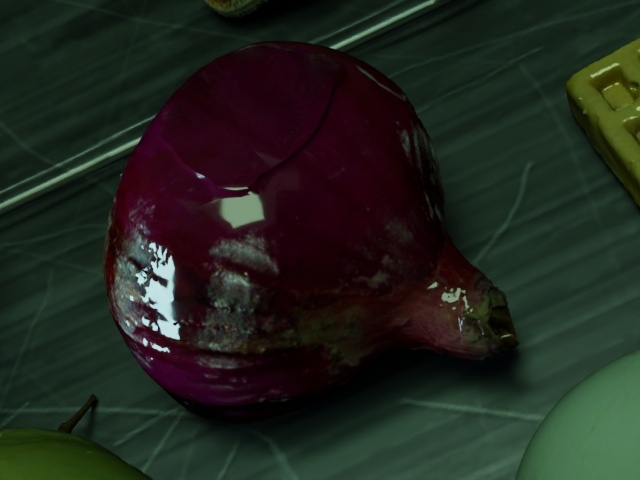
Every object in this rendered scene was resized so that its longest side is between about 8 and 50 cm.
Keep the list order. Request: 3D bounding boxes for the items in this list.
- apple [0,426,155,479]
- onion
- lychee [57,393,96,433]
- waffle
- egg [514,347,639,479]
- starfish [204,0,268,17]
[{"bbox_3d":[-0.128,0.212,0.603,0.279,0.279,0.279,-10,54,14],"label":"apple"},{"bbox_3d":[0.000,0.000,0.784,0.218,0.140,0.195,25,62,29],"label":"onion"},{"bbox_3d":[-0.207,0.109,0.797,0.140,0.101,0.114,-8,51,18],"label":"lychee"},{"bbox_3d":[0.214,-0.039,0.790,0.125,0.032,0.191,-28,54,-2],"label":"waffle"},{"bbox_3d":[0.191,0.137,0.576,0.264,0.183,0.183,29,71,27],"label":"egg"},{"bbox_3d":[0.020,-0.218,0.943,0.238,0.071,0.216,-42,42,20],"label":"starfish"}]
